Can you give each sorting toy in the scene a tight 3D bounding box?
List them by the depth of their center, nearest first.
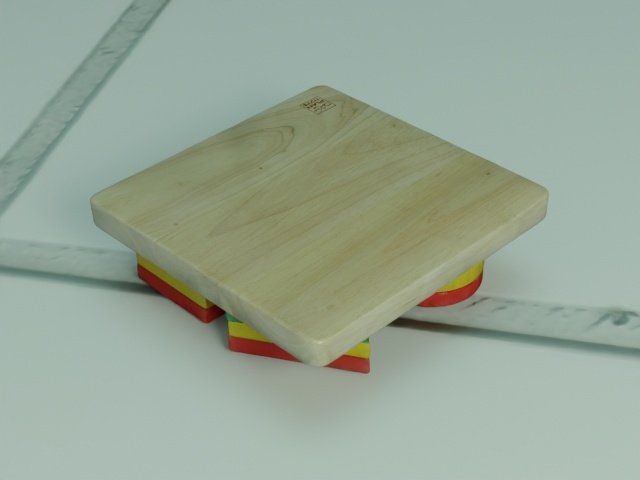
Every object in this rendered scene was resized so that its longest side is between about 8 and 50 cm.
[{"bbox_3d":[0.000,0.000,0.986,0.257,0.089,0.255,-30,44,-35],"label":"sorting toy"}]
